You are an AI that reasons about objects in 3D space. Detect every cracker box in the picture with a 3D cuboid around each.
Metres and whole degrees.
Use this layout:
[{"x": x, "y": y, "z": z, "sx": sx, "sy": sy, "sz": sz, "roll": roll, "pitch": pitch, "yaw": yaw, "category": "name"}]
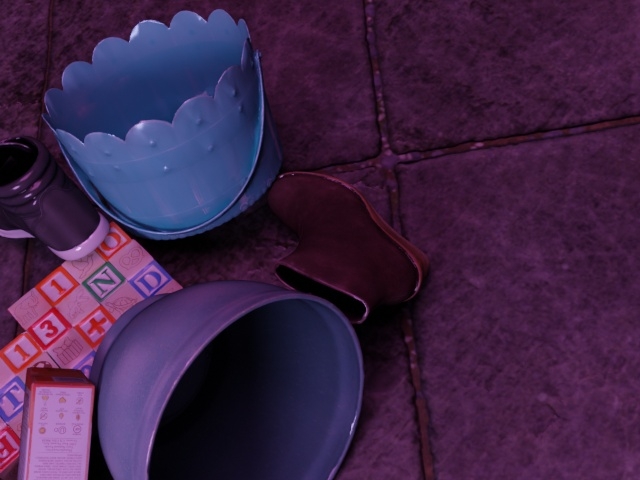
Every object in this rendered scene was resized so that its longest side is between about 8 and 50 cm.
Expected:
[{"x": -0.284, "y": 0.257, "z": 1.071, "sx": 0.067, "sy": 0.155, "sz": 0.232, "roll": 6, "pitch": 88, "yaw": -18, "category": "cracker box"}]

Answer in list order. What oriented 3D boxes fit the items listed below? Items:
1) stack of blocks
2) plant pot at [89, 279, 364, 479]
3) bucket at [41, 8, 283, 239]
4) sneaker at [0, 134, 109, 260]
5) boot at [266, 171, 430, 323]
[{"x": -0.303, "y": 0.139, "z": 1.241, "sx": 0.297, "sy": 0.087, "sz": 0.171, "roll": -42, "pitch": 60, "yaw": -14, "category": "stack of blocks"}, {"x": -0.124, "y": 0.166, "z": 1.091, "sx": 0.196, "sy": 0.293, "sz": 0.293, "roll": 21, "pitch": 64, "yaw": 41, "category": "plant pot"}, {"x": -0.188, "y": -0.144, "z": 1.292, "sx": 0.281, "sy": 0.183, "sz": 0.281, "roll": -15, "pitch": 38, "yaw": 12, "category": "bucket"}, {"x": -0.391, "y": -0.076, "z": 1.313, "sx": 0.104, "sy": 0.147, "sz": 0.295, "roll": -46, "pitch": 37, "yaw": -21, "category": "sneaker"}, {"x": 0.000, "y": 0.000, "z": 1.201, "sx": 0.248, "sy": 0.207, "sz": 0.090, "roll": 31, "pitch": 114, "yaw": 20, "category": "boot"}]
